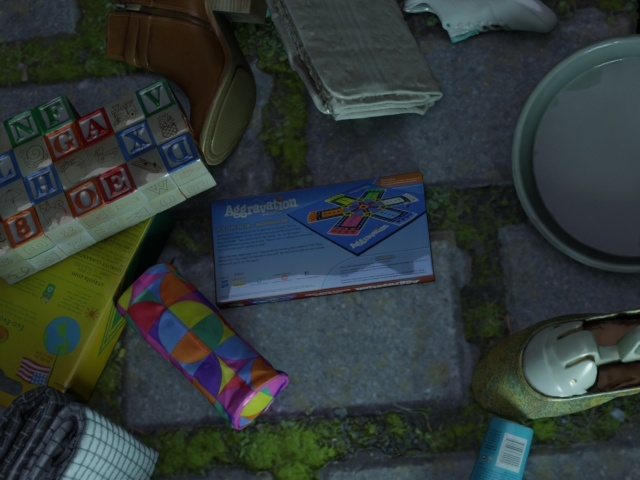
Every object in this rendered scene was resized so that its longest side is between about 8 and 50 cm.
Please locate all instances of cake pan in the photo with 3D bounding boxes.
[{"bbox_3d":[0.383,-0.104,1.616,0.293,0.054,0.293,-1,85,16],"label":"cake pan"}]

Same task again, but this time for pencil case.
[{"bbox_3d":[-0.148,0.127,1.639,0.104,0.104,0.236,-44,70,-6],"label":"pencil case"}]

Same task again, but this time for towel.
[{"bbox_3d":[0.033,-0.281,1.732,0.187,0.049,0.282,-7,63,-32],"label":"towel"},{"bbox_3d":[-0.331,0.323,1.532,0.121,0.235,0.283,26,76,21],"label":"towel"}]

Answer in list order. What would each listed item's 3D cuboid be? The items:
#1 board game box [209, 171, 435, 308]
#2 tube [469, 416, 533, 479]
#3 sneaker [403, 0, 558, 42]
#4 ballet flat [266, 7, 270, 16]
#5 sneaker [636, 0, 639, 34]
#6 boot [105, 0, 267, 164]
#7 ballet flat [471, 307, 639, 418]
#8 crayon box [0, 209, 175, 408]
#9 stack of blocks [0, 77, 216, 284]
[{"bbox_3d":[0.000,0.000,1.695,0.281,0.027,0.145,-7,71,7],"label":"board game box"},{"bbox_3d":[0.196,0.313,1.544,0.080,0.052,0.207,15,80,20],"label":"tube"},{"bbox_3d":[0.209,-0.300,1.747,0.212,0.080,0.094,26,89,24],"label":"sneaker"},{"bbox_3d":[-0.062,-0.353,1.828,0.041,0.041,0.114,38,81,19],"label":"ballet flat"},{"bbox_3d":[0.445,-0.292,1.680,0.106,0.101,0.267,-26,68,3],"label":"sneaker"},{"bbox_3d":[-0.200,-0.245,1.779,0.220,0.109,0.283,6,85,20],"label":"boot"},{"bbox_3d":[0.346,0.130,1.543,0.349,0.123,0.123,-9,70,7],"label":"ballet flat"},{"bbox_3d":[-0.350,0.068,1.704,0.202,0.081,0.318,21,75,16],"label":"crayon box"},{"bbox_3d":[-0.303,-0.091,1.660,0.297,0.087,0.171,-25,68,1],"label":"stack of blocks"}]
